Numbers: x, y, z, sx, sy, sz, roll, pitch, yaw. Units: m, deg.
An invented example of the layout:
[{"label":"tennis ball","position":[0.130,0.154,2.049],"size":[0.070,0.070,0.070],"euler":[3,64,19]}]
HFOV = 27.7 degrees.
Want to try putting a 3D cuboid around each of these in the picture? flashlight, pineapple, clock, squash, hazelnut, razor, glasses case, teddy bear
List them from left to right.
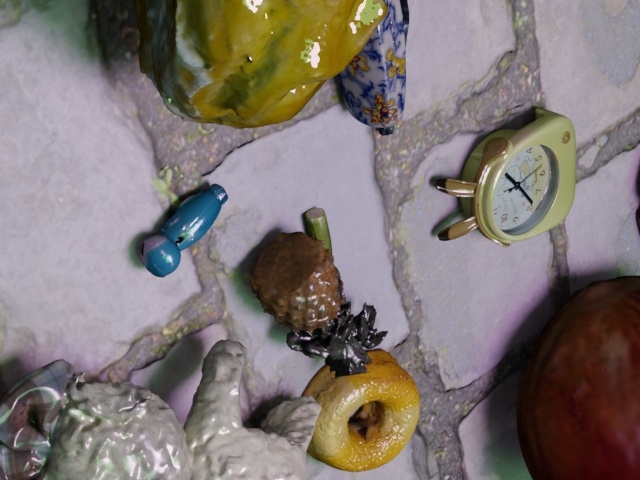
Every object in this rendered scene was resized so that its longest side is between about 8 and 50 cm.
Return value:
[{"label":"teddy bear","position":[-0.198,0.256,1.534],"size":[0.362,0.375,0.327],"euler":[22,96,-4]},{"label":"flashlight","position":[-0.154,-0.012,1.481],"size":[0.129,0.051,0.051],"euler":[-46,134,-21]},{"label":"squash","position":[0.000,0.000,1.638],"size":[0.027,0.027,0.083],"euler":[-31,129,-27]},{"label":"pineapple","position":[0.005,0.093,1.630],"size":[0.237,0.119,0.111],"euler":[57,26,-46]},{"label":"glasses case","position":[0.054,-0.250,1.522],"size":[0.065,0.087,0.248],"euler":[-30,128,-33]},{"label":"razor","position":[0.090,-0.220,1.608],"size":[0.066,0.033,0.190],"euler":[-14,119,-36]},{"label":"clock","position":[0.257,-0.077,1.803],"size":[0.232,0.069,0.170],"euler":[-24,125,-31]},{"label":"hazelnut","position":[0.477,0.253,1.980],"size":[0.421,0.353,0.420],"euler":[10,70,-31]}]

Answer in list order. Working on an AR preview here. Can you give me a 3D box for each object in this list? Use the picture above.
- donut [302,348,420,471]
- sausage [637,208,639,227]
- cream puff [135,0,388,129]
[{"label":"donut","position":[0.061,0.238,1.774],"size":[0.190,0.075,0.174],"euler":[17,99,-44]},{"label":"sausage","position":[0.562,0.036,2.154],"size":[0.033,0.033,0.269],"euler":[-42,132,-19]},{"label":"cream puff","position":[-0.035,-0.289,1.236],"size":[0.276,0.378,0.378],"euler":[-3,114,-17]}]
